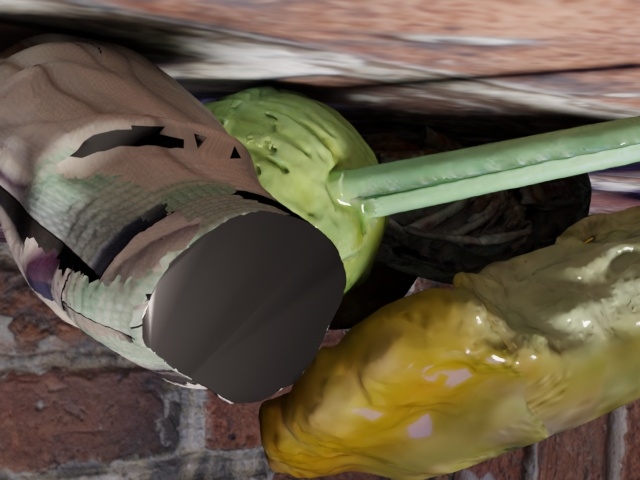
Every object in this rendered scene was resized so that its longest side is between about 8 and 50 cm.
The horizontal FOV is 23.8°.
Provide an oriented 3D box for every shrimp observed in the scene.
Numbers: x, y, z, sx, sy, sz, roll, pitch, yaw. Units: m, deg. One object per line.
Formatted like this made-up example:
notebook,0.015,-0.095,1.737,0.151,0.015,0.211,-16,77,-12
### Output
shrimp,0.039,-0.020,0.709,0.233,0.079,0.090,9,-150,-37

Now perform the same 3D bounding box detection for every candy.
candy,0.075,-0.028,0.535,0.335,0.093,0.092,-8,-174,34

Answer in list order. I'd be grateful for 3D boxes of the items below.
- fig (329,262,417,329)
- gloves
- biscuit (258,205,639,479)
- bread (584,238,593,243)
fig,0.000,0.000,0.795,0.109,0.103,0.155,-16,-176,14
gloves,-0.085,-0.020,0.513,0.127,0.111,0.212,-2,-150,-42
biscuit,0.130,0.037,0.720,0.335,0.078,0.329,-23,171,-10
bread,0.317,0.041,1.314,0.268,0.130,0.152,1,141,34
